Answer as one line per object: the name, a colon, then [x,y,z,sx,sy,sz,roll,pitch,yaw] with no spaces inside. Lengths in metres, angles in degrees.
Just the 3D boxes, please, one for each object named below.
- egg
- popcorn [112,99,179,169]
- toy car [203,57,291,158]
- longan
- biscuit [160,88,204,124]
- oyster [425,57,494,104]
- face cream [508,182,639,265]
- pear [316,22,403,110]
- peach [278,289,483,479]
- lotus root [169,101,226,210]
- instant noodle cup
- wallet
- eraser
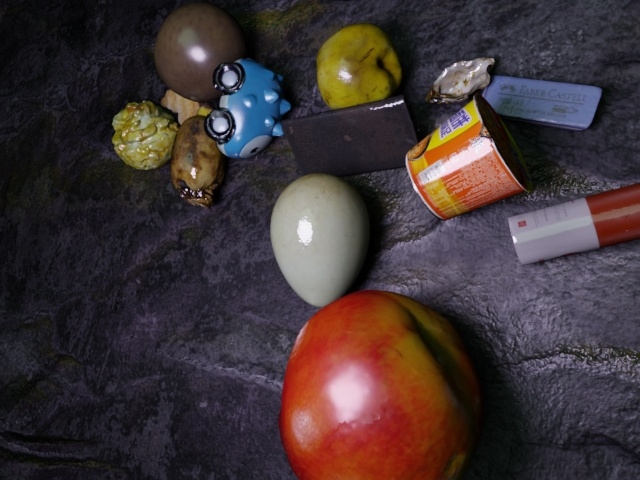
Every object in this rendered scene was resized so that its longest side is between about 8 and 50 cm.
egg: [0.000,0.000,1.038,0.218,0.218,0.295,1,96,31]
popcorn: [-0.524,-0.313,1.418,0.221,0.184,0.204,29,84,44]
toy car: [-0.173,-0.331,1.213,0.190,0.188,0.255,15,94,8]
longan: [-0.320,-0.508,1.288,0.258,0.258,0.258,-5,80,30]
biscuit: [-0.396,-0.407,1.424,0.118,0.061,0.183,-49,64,13]
oyster: [0.297,-0.332,1.009,0.148,0.051,0.103,-5,62,29]
face cream: [0.458,-0.026,0.840,0.214,0.096,0.095,-17,74,27]
pear: [0.081,-0.380,1.065,0.200,0.200,0.200,-5,80,30]
peach: [0.094,0.294,0.855,0.388,0.388,0.388,-5,80,30]
lotus root: [-0.334,-0.232,1.297,0.141,0.169,0.314,4,78,-1]
instant noodle cup: [0.278,-0.147,0.912,0.174,0.213,0.213,-30,68,32]
wallet: [0.071,-0.228,1.081,0.321,0.170,0.044,-3,41,31]
eraser: [0.423,-0.274,0.934,0.225,0.036,0.082,20,95,31]
